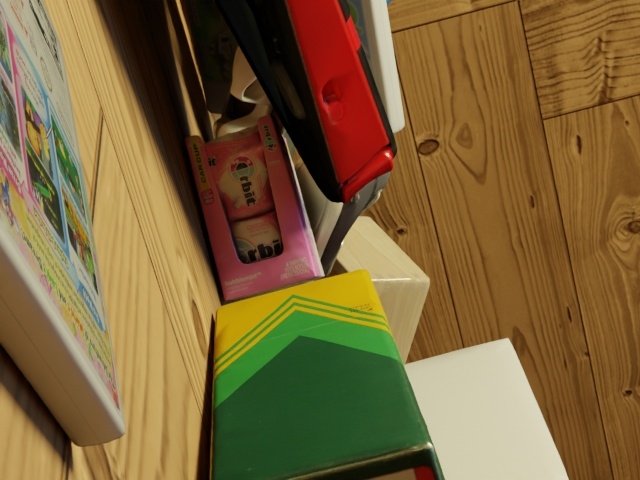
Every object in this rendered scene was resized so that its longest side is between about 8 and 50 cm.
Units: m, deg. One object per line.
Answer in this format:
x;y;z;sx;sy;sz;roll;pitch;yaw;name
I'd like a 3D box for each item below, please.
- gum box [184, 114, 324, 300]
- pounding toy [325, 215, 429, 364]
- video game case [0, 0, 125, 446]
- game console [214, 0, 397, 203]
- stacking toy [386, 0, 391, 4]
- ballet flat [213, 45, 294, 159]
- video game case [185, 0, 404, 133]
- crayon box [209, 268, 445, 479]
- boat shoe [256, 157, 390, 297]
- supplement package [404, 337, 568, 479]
-0.042;-0.018;1.095;0.188;0.062;0.107;42;32;-88;gum box
0.010;0.071;1.335;0.130;0.100;0.141;48;-50;50;pounding toy
-0.087;-0.039;0.422;0.157;0.019;0.143;75;1;-61;video game case
-0.075;-0.234;0.997;0.386;0.060;0.342;61;-1;32;game console
-0.075;-0.293;1.383;0.301;0.175;0.166;60;34;-8;stacking toy
-0.050;-0.103;1.222;0.068;0.072;0.213;-28;144;-49;ballet flat
-0.032;-0.189;1.241;0.023;0.193;0.212;-34;123;-42;video game case
0.039;0.228;0.837;0.313;0.106;0.362;-99;175;-77;crayon box
0.000;0.000;1.251;0.075;0.065;0.206;61;-30;24;boat shoe
0.098;0.219;1.348;0.262;0.204;0.145;-100;175;-68;supplement package
